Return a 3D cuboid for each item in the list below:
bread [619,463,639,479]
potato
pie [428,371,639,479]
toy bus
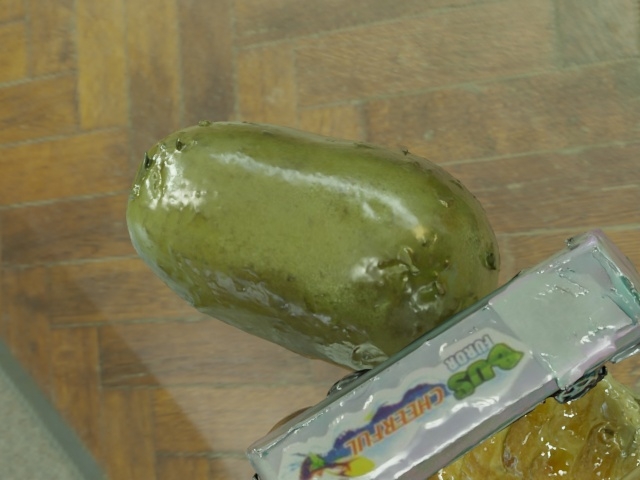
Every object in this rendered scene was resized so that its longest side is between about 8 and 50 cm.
[{"bbox_3d":[0.331,0.241,1.038,0.147,0.217,0.098,58,146,24],"label":"bread"},{"bbox_3d":[-0.005,0.000,1.177,0.359,0.270,0.219,18,86,6],"label":"potato"},{"bbox_3d":[0.243,0.284,1.349,0.339,0.083,0.340,-16,68,46],"label":"pie"},{"bbox_3d":[0.099,0.107,0.890,0.317,0.138,0.112,-35,78,4],"label":"toy bus"}]
